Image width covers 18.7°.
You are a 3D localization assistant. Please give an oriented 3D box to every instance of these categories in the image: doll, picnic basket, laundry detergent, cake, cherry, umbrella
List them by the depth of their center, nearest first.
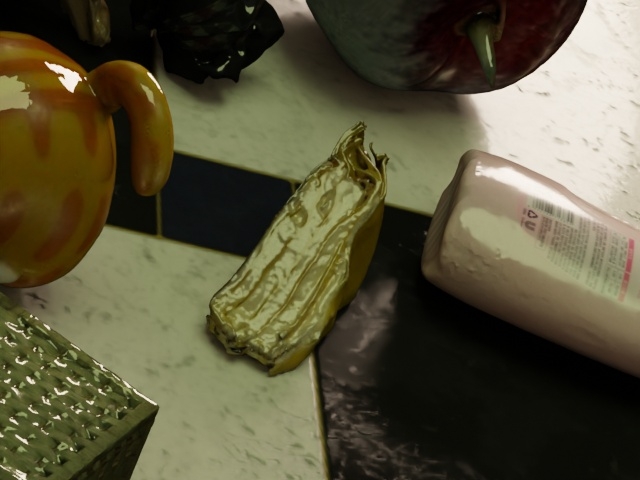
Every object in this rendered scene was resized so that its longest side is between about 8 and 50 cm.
[{"bbox_3d":[-0.214,0.108,0.990,0.196,0.134,0.154,36,33,14],"label":"picnic basket"},{"bbox_3d":[-0.245,-0.044,1.149,0.270,0.162,0.166,-15,58,-35],"label":"doll"},{"bbox_3d":[0.003,0.003,1.287,0.080,0.116,0.185,36,31,12],"label":"cake"},{"bbox_3d":[0.240,0.045,1.396,0.335,0.088,0.159,24,34,-5],"label":"laundry detergent"},{"bbox_3d":[-0.092,-0.241,1.406,0.122,0.272,0.110,-8,41,-8],"label":"umbrella"},{"bbox_3d":[0.090,-0.234,1.552,0.255,0.218,0.296,9,36,-40],"label":"cherry"}]

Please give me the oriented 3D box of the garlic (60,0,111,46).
[{"bbox_3d":[-0.225,-0.249,1.414,0.253,0.245,0.245,50,28,-22],"label":"garlic"}]
